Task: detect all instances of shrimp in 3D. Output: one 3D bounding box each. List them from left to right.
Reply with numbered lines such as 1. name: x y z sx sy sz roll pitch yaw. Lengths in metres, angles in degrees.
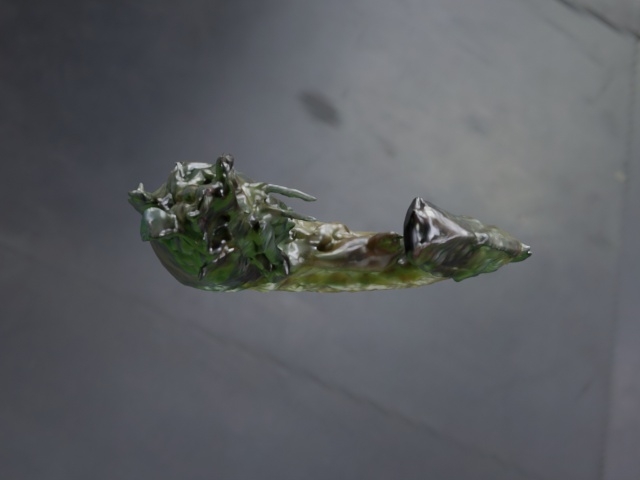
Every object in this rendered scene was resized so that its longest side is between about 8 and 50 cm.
1. shrimp: 0.000 0.000 1.361 0.272 0.445 0.085 2 84 12
